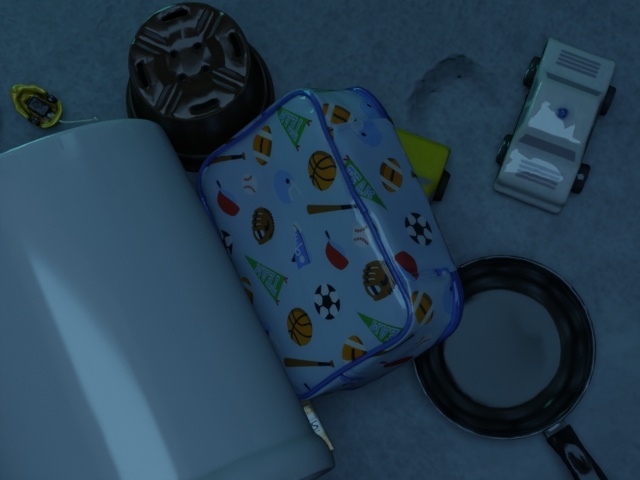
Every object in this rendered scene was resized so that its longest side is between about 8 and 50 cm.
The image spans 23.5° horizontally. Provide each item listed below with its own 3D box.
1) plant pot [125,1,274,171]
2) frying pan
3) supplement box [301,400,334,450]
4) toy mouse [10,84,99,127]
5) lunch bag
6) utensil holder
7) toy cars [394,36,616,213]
[{"bbox_3d":[-0.133,-0.168,1.629,0.167,0.165,0.167,0,82,0],"label":"plant pot"},{"bbox_3d":[0.247,0.152,1.641,0.326,0.053,0.197,35,83,3],"label":"frying pan"},{"bbox_3d":[-0.034,0.193,1.639,0.062,0.036,0.098,-28,83,-4],"label":"supplement box"},{"bbox_3d":[-0.344,-0.106,1.684,0.161,0.031,0.143,28,82,4],"label":"toy mouse"},{"bbox_3d":[0.000,0.000,1.580,0.115,0.243,0.303,-8,70,-44],"label":"lunch bag"},{"bbox_3d":[-0.210,0.117,1.507,0.327,0.327,0.385,-24,81,-4],"label":"utensil holder"},{"bbox_3d":[0.167,-0.083,1.657,0.393,0.087,0.176,-28,83,-5],"label":"toy cars"}]
